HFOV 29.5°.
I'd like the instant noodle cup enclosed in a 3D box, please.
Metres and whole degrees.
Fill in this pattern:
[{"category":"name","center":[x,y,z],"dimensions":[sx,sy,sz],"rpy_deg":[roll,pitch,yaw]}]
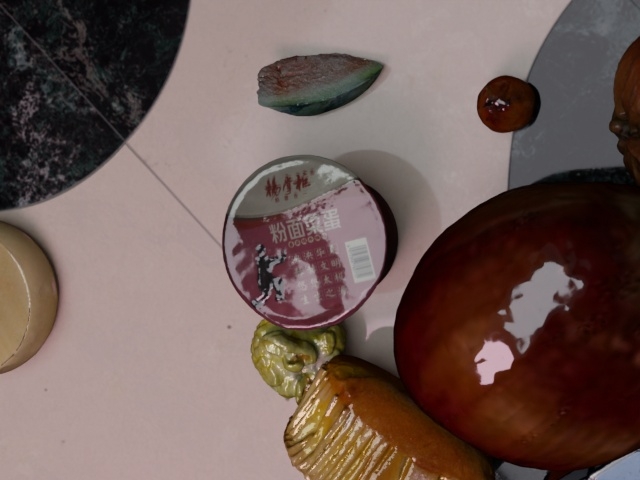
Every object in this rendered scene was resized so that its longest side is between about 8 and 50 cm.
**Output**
[{"category":"instant noodle cup","center":[0.000,0.000,1.692],"dimensions":[0.234,0.178,0.235],"rpy_deg":[1,92,17]}]

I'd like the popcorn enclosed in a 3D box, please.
[{"category":"popcorn","center":[-0.033,0.156,1.759],"dimensions":[0.135,0.162,0.141],"rpy_deg":[22,76,48]}]

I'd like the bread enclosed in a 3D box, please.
[{"category":"bread","center":[0.102,0.276,1.663],"dimensions":[0.288,0.204,0.156],"rpy_deg":[33,105,-7]}]

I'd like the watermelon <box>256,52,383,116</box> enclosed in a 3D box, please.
[{"category":"watermelon","center":[0.000,-0.224,1.737],"dimensions":[0.180,0.081,0.094],"rpy_deg":[-1,79,1]}]

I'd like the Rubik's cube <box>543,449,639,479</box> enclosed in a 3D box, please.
[{"category":"Rubik's cube","center":[0.406,0.355,1.609],"dimensions":[0.183,0.180,0.167],"rpy_deg":[-36,85,19]}]

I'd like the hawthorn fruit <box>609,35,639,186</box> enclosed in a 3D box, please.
[{"category":"hawthorn fruit","center":[0.488,-0.162,1.504],"dimensions":[0.262,0.258,0.258],"rpy_deg":[-36,85,15]}]

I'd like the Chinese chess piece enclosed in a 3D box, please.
[{"category":"Chinese chess piece","center":[-0.532,0.088,1.910],"dimensions":[0.250,0.097,0.251],"rpy_deg":[2,96,17]}]

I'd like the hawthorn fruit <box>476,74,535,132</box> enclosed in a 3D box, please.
[{"category":"hawthorn fruit","center":[0.249,-0.184,1.648],"dimensions":[0.081,0.093,0.081],"rpy_deg":[2,97,17]}]

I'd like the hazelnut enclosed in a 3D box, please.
[{"category":"hazelnut","center":[0.305,0.092,1.483],"dimensions":[0.421,0.421,0.353],"rpy_deg":[-7,62,17]}]
